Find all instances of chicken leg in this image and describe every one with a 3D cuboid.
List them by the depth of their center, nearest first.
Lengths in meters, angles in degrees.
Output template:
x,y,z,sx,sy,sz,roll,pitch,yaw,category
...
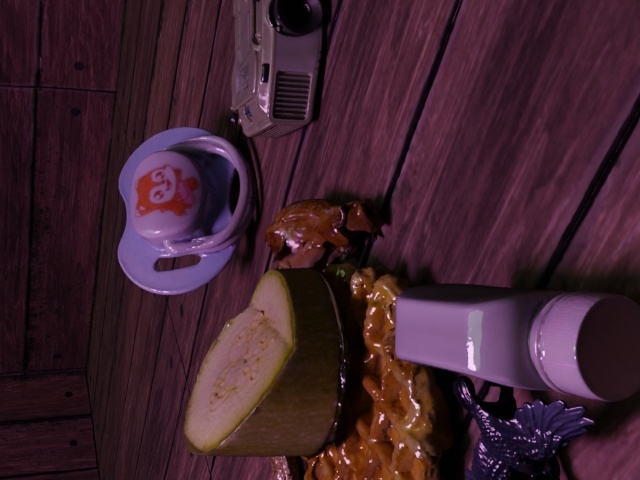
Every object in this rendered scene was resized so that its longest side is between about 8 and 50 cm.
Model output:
x,y,z,sx,sy,sz,roll,pitch,yaw,category
0.000,-0.003,0.908,0.207,0.085,0.101,-14,43,59,chicken leg

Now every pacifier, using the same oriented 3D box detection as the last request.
x,y,z,sx,sy,sz,roll,pitch,yaw,category
-0.213,-0.041,1.317,0.233,0.244,0.299,66,-161,-68,pacifier

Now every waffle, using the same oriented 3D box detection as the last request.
x,y,z,sx,sy,sz,roll,pitch,yaw,category
0.043,0.183,0.829,0.302,0.068,0.324,136,131,-59,waffle

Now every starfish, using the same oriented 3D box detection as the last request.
x,y,z,sx,sy,sz,roll,pitch,yaw,category
-0.055,0.357,1.055,0.299,0.060,0.302,113,162,-83,starfish

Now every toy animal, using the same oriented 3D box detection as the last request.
x,y,z,sx,sy,sz,roll,pitch,yaw,category
0.147,0.150,0.591,0.220,0.062,0.108,104,154,-59,toy animal

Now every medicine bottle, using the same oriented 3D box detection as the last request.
x,y,z,sx,sy,sz,roll,pitch,yaw,category
0.138,0.066,0.543,0.183,0.119,0.069,175,98,-65,medicine bottle

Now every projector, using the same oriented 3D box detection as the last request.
x,y,z,sx,sy,sz,roll,pitch,yaw,category
-0.064,-0.282,1.047,0.193,0.088,0.269,176,94,-69,projector

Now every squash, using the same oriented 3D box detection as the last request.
x,y,z,sx,sy,sz,roll,pitch,yaw,category
-0.059,0.126,0.845,0.220,0.133,0.220,-169,90,-69,squash
